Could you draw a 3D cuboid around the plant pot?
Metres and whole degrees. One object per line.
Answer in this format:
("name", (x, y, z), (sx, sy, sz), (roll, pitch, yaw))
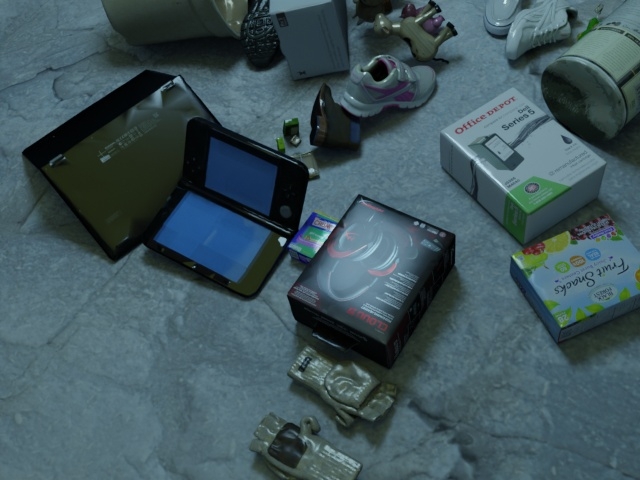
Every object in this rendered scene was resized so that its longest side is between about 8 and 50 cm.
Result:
("plant pot", (-0.376, -0.641, 1.851), (0.305, 0.334, 0.334), (-11, 54, 16))

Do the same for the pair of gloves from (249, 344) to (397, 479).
("pair of gloves", (0.005, 0.315, 1.275), (0.204, 0.042, 0.240), (16, 59, 24))

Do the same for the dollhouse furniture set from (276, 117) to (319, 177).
("dollhouse furniture set", (-0.056, -0.195, 1.644), (0.076, 0.058, 0.152), (-13, 74, -7))

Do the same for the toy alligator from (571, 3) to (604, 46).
("toy alligator", (0.636, -0.475, 1.691), (0.051, 0.056, 0.190), (41, 63, -15))

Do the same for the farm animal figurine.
("farm animal figurine", (0.145, -0.576, 1.726), (0.172, 0.327, 0.330), (-39, 49, 13))

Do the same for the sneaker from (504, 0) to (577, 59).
("sneaker", (0.523, -0.497, 1.703), (0.115, 0.090, 0.232), (35, 69, 25))

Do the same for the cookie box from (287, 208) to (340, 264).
("cookie box", (0.000, 0.000, 1.489), (0.091, 0.040, 0.107), (24, 63, 25))

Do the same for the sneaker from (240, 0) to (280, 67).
("sneaker", (-0.142, -0.571, 1.867), (0.109, 0.130, 0.286), (0, 78, 6))

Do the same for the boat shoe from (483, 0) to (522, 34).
("boat shoe", (0.459, -0.617, 1.796), (0.095, 0.084, 0.258), (8, 58, 15))

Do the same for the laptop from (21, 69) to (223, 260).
("laptop", (-0.448, -0.201, 1.724), (0.382, 0.236, 0.408), (-39, 87, -15))

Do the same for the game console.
("game console", (-0.200, -0.072, 1.485), (0.293, 0.250, 0.173), (25, 37, 16))

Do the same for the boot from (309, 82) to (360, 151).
("boot", (0.035, -0.277, 1.669), (0.106, 0.082, 0.219), (15, 45, -11))

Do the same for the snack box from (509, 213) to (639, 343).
("snack box", (0.482, 0.068, 1.336), (0.207, 0.070, 0.174), (-23, 55, -4))

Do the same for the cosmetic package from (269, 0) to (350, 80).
("cosmetic package", (-0.025, -0.612, 1.800), (0.156, 0.217, 0.385), (-10, 56, 10))

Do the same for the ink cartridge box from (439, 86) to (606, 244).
("ink cartridge box", (0.400, -0.156, 1.476), (0.198, 0.115, 0.273), (-32, 57, -11))

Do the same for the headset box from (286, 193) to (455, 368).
("headset box", (0.093, 0.083, 1.373), (0.218, 0.110, 0.293), (25, 64, 24))

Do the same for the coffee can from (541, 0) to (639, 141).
("coffee can", (0.630, -0.368, 1.524), (0.275, 0.201, 0.201), (-39, 58, -16))

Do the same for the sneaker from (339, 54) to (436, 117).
("sneaker", (0.165, -0.361, 1.642), (0.252, 0.111, 0.103), (-22, 53, -29))
